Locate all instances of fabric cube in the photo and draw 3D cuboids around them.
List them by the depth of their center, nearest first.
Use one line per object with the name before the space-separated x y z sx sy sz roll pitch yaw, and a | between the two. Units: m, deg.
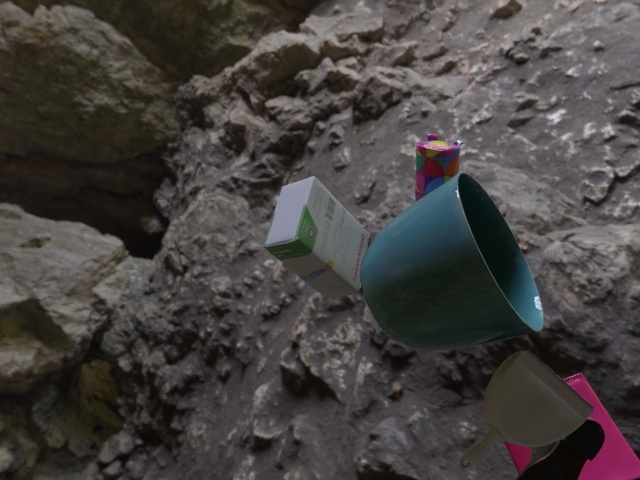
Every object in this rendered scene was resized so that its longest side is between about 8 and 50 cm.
fabric cube | 0.615 0.538 1.261 0.254 0.259 0.258 -28 42 10

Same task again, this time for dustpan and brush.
dustpan and brush | 0.297 0.290 0.800 0.211 0.147 0.060 -48 -3 -1

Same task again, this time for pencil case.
pencil case | 0.253 -0.109 1.119 0.104 0.105 0.236 -119 28 -66

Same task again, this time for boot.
boot | 0.423 0.406 0.936 0.219 0.082 0.106 -47 -9 3

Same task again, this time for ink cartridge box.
ink cartridge box | 0.000 0.000 1.027 0.093 0.212 0.154 -14 49 37

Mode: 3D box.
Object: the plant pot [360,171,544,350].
plant pot | 0.215 0.061 0.905 0.235 0.293 0.292 -28 37 30
